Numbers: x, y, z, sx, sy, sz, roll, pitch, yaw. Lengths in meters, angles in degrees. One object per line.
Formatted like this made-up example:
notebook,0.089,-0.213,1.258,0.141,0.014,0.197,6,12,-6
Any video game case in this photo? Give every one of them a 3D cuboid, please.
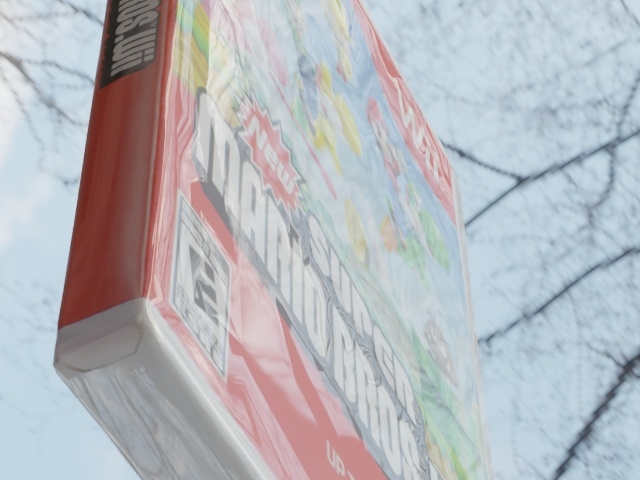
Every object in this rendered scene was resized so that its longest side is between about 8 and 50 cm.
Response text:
video game case,0.000,0.000,0.502,0.025,0.204,0.285,-21,-144,15
